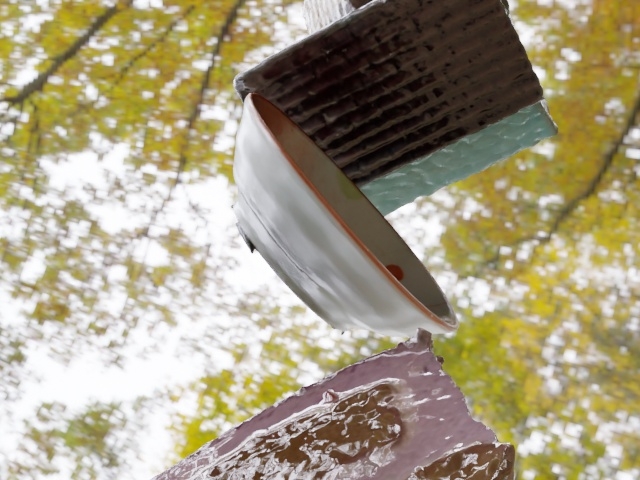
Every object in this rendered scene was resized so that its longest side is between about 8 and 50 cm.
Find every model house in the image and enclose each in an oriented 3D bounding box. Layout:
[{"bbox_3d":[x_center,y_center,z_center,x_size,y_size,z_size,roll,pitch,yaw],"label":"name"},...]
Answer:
[{"bbox_3d":[0.047,-0.182,1.320,0.249,0.281,0.230,42,-154,-54],"label":"model house"}]

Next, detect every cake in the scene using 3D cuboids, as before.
[{"bbox_3d":[-0.050,0.153,0.501,0.295,0.116,0.112,-28,-57,7],"label":"cake"}]

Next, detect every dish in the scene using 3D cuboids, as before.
[{"bbox_3d":[0.000,0.000,1.143,0.085,0.260,0.260,-42,-54,9],"label":"dish"}]
